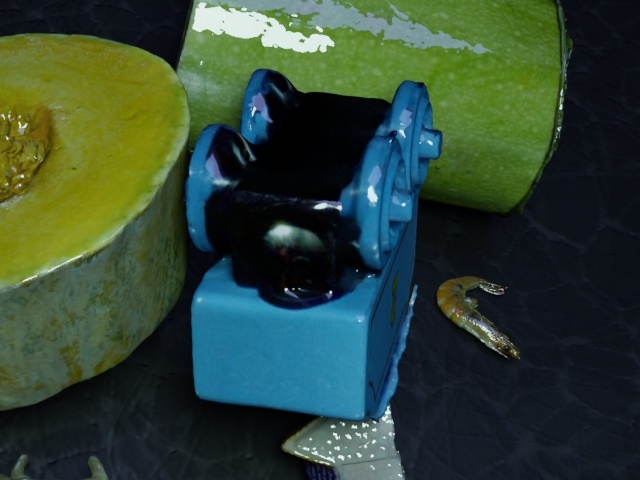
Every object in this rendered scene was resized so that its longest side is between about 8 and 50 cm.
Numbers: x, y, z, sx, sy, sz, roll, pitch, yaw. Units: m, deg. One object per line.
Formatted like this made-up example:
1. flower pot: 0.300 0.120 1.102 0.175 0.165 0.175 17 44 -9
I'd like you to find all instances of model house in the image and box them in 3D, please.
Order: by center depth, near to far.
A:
1. model house: 0.021 0.194 1.042 0.100 0.088 0.101 -12 88 0

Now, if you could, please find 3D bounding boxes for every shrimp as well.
1. shrimp: 0.177 0.075 1.220 0.114 0.023 0.083 41 49 20

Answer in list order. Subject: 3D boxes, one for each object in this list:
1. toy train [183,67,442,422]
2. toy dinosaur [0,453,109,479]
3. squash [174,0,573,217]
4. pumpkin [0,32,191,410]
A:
1. toy train: 0.000 0.000 1.015 0.188 0.265 0.300 6 26 11
2. toy dinosaur: -0.203 0.240 0.903 0.294 0.077 0.162 26 30 24
3. squash: 0.044 -0.182 1.222 0.384 0.263 0.263 11 50 -10
4. pumpkin: -0.254 -0.011 0.992 0.332 0.199 0.332 -6 45 6
